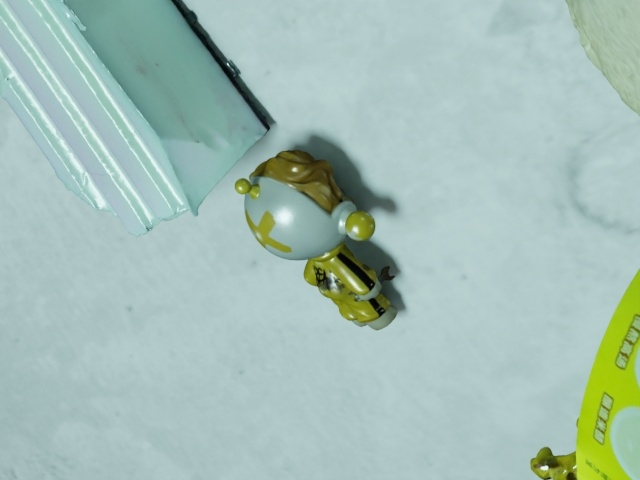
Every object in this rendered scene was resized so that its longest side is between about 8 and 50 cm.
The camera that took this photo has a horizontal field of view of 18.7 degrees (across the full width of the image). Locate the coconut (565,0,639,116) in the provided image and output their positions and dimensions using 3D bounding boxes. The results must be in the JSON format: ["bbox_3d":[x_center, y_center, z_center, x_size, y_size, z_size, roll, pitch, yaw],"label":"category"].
[{"bbox_3d":[0.258,-0.178,0.700,0.346,0.360,0.346,2,94,40],"label":"coconut"}]

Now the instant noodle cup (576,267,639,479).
[{"bbox_3d":[0.283,0.090,0.940,0.221,0.311,0.311,32,140,35],"label":"instant noodle cup"}]

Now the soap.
[{"bbox_3d":[-0.148,-0.119,1.335,0.230,0.091,0.145,55,145,-7],"label":"soap"}]

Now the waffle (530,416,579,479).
[{"bbox_3d":[0.223,0.198,1.168,0.232,0.051,0.228,-36,89,19],"label":"waffle"}]

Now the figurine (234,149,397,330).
[{"bbox_3d":[-0.002,0.000,1.313,0.101,0.068,0.143,29,155,35],"label":"figurine"}]
